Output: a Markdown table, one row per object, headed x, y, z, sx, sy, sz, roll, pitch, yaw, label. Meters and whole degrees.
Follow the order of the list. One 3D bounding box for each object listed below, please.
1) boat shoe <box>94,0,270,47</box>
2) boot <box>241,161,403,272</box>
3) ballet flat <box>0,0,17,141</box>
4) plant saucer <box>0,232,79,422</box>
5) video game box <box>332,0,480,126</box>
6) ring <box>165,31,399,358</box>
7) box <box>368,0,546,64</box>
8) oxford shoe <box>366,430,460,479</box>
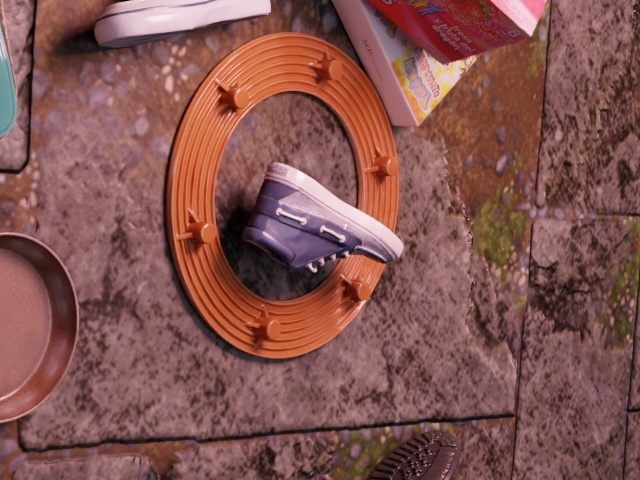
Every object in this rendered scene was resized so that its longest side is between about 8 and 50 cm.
| x | y | z | sx | sy | sz | roll | pitch | yaw | label |
| --- | --- | --- | --- | --- | --- | --- | --- | --- | --- |
| -0.136 | -0.231 | 1.679 | 0.226 | 0.083 | 0.076 | -21 | 98 | -55 | boat shoe |
| 0.000 | 0.000 | 1.811 | 0.190 | 0.069 | 0.086 | 32 | 78 | -35 | boot |
| -0.315 | -0.228 | 1.457 | 0.107 | 0.106 | 0.316 | -7 | 99 | -39 | ballet flat |
| -0.287 | 0.076 | 1.579 | 0.168 | 0.029 | 0.169 | -5 | 97 | -46 | plant saucer |
| 0.103 | -0.259 | 1.940 | 0.187 | 0.048 | 0.205 | -48 | 126 | -29 | video game box |
| -0.025 | -0.045 | 1.841 | 0.336 | 0.032 | 0.337 | -8 | 101 | -47 | ring |
| 0.094 | -0.333 | 1.798 | 0.300 | 0.142 | 0.154 | 39 | 62 | -26 | box |
| 0.086 | 0.308 | 1.980 | 0.227 | 0.082 | 0.096 | -53 | 147 | -27 | oxford shoe |
